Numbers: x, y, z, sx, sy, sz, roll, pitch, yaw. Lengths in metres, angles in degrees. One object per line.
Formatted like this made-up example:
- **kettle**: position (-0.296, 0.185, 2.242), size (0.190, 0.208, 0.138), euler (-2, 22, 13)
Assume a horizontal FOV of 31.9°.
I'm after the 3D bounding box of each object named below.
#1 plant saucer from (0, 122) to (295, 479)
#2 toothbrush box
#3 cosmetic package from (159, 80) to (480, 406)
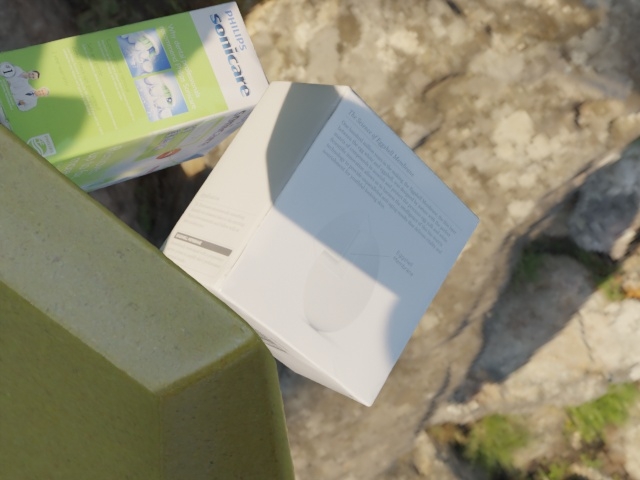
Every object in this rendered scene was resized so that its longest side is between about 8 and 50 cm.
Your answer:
- **plant saucer**: position (-0.149, 0.066, 0.511), size (0.081, 0.333, 0.332), euler (-42, 116, 13)
- **toothbrush box**: position (-0.225, -0.134, 1.179), size (0.283, 0.122, 0.206), euler (-22, 177, -32)
- **cosmetic package**: position (0.000, 0.000, 1.096), size (0.224, 0.138, 0.225), euler (42, 75, -34)
